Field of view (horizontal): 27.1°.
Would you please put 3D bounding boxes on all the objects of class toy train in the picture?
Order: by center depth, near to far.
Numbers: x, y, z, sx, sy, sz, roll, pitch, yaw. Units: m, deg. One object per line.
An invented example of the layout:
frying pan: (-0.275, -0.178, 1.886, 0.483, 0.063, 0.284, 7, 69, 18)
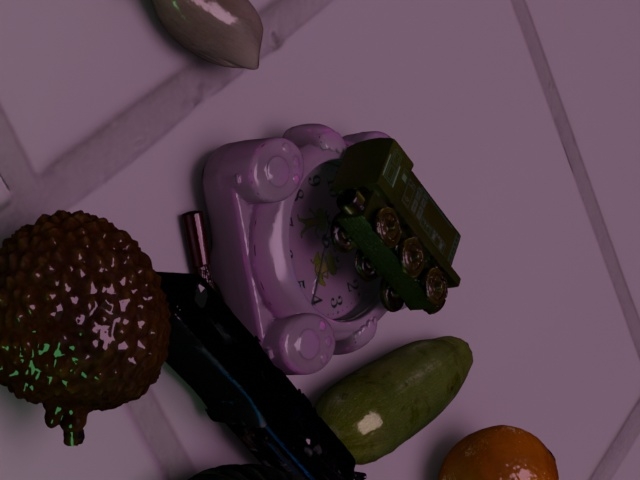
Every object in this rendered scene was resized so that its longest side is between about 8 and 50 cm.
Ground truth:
toy train: (0.097, -0.010, 1.641, 0.225, 0.090, 0.137, 50, 47, -36)

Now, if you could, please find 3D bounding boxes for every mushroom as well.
mushroom: (-0.141, -0.274, 1.553, 0.212, 0.088, 0.097, 39, 50, -33)

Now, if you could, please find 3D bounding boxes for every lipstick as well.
lipstick: (-0.138, 0.053, 1.581, 0.027, 0.027, 0.176, -18, 102, -48)

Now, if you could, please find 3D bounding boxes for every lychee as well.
lychee: (-0.245, 0.087, 1.336, 0.200, 0.200, 0.238, 6, 83, -48)

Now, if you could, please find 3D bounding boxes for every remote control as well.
remote control: (-0.092, 0.177, 1.540, 0.399, 0.145, 0.062, 53, 52, -36)

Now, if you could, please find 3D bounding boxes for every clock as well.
clock: (0.000, 0.000, 1.676, 0.322, 0.113, 0.295, -18, 101, -49)

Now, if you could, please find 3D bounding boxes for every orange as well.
orange: (0.255, 0.348, 1.901, 0.178, 0.155, 0.177, -24, 137, -24)

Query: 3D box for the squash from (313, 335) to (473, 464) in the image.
squash: (0.118, 0.202, 1.795, 0.371, 0.118, 0.118, -22, 104, -49)

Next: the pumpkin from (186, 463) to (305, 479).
pumpkin: (-0.082, 0.372, 1.504, 0.250, 0.216, 0.250, 38, 29, -26)
